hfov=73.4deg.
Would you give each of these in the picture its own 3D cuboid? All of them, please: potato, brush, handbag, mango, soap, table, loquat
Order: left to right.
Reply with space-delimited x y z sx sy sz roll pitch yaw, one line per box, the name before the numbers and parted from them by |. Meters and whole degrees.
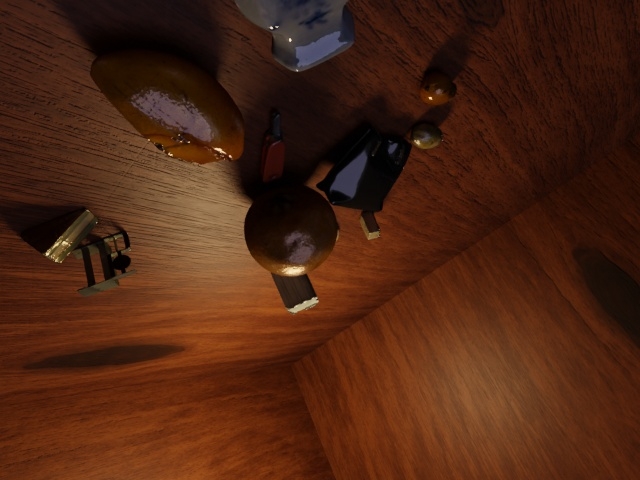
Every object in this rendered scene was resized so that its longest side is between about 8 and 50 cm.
table | -0.660 0.072 1.323 0.175 0.146 0.062 -19 153 -12
mango | -0.322 -0.293 0.935 0.350 0.201 0.199 30 84 -51
brush | -0.143 -0.258 1.291 0.070 0.051 0.323 -15 152 -17
loquat | -0.100 -0.038 1.446 0.329 0.328 0.328 -21 154 -11
soap | -0.123 0.186 1.914 0.150 0.261 0.094 -25 158 -1
handbag | 0.166 -0.251 1.499 0.342 0.152 0.288 3 131 -51
potato | 0.221 -0.068 1.913 0.061 0.122 0.086 -15 152 -7
potato | 0.383 -0.372 1.542 0.138 0.070 0.091 -3 145 -39
mango | 0.370 -0.464 1.342 0.159 0.084 0.105 5 146 -48

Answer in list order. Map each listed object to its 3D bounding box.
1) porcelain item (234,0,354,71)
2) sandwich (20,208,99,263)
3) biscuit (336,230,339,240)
porcelain item | -0.060 -0.510 0.745 0.243 0.178 0.405 -26 152 1
sandwich | -0.733 -0.034 1.207 0.163 0.113 0.079 -56 161 -20
biscuit | 0.000 0.000 1.931 0.188 0.040 0.265 -25 155 -7
